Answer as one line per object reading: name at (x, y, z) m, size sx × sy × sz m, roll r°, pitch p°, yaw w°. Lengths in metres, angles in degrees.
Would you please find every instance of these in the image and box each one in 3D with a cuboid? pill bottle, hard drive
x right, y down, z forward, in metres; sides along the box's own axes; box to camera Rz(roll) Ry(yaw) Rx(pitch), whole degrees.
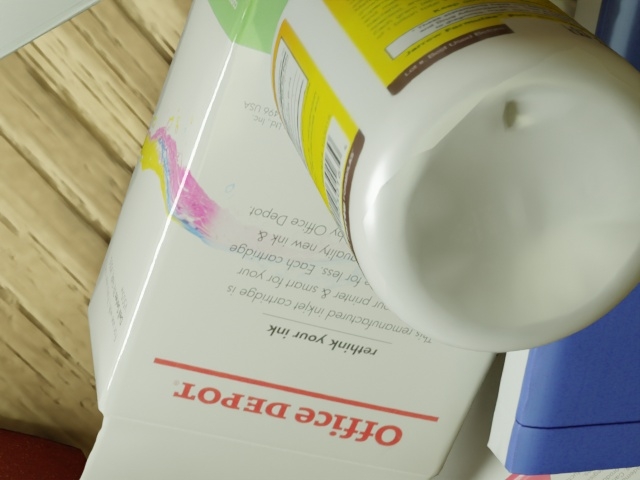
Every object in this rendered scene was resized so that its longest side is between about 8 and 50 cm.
pill bottle at (0.047, -0.054, 0.553) m, size 0.117 × 0.215 × 0.117 m, roll -5°, pitch 117°, yaw -11°
hard drive at (0.212, -0.031, 0.712) m, size 0.210 × 0.040 × 0.318 m, roll -1°, pitch 115°, yaw -20°

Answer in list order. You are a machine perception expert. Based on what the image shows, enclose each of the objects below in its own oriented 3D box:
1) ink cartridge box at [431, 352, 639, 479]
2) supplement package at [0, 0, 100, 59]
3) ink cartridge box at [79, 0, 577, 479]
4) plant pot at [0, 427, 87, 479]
ink cartridge box at (0.206, 0.186, 0.913) m, size 0.207 × 0.117 × 0.283 m, roll -42°, pitch 118°, yaw 10°
supplement package at (-0.173, -0.192, 0.569) m, size 0.149 × 0.203 × 0.194 m, roll -29°, pitch 120°, yaw 4°
ink cartridge box at (0.000, 0.000, 0.761) m, size 0.207 × 0.119 × 0.353 m, roll 15°, pitch 112°, yaw -20°
plant pot at (-0.231, 0.246, 0.778) m, size 0.236 × 0.267 × 0.267 m, roll -4°, pitch 120°, yaw -25°
